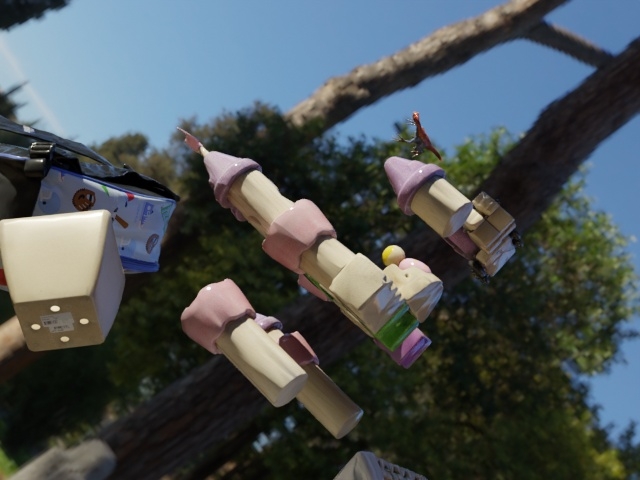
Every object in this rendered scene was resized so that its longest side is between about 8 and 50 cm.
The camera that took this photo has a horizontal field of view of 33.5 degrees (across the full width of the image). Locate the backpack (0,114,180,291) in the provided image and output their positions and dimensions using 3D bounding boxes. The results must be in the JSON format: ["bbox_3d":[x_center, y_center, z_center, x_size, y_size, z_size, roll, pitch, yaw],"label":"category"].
[{"bbox_3d":[-0.322,-0.026,1.332,0.276,0.263,0.213,22,-79,49],"label":"backpack"}]

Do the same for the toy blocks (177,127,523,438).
[{"bbox_3d":[0.000,0.000,1.103,0.260,0.309,0.288,42,-3,24],"label":"toy blocks"}]

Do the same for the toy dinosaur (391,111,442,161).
[{"bbox_3d":[0.152,-0.161,1.591,0.090,0.047,0.082,11,-21,-6],"label":"toy dinosaur"}]

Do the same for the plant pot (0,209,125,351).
[{"bbox_3d":[-0.252,0.047,1.038,0.109,0.109,0.096,88,-6,-47],"label":"plant pot"}]

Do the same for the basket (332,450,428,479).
[{"bbox_3d":[0.051,0.331,1.160,0.103,0.167,0.113,22,27,-31],"label":"basket"}]
